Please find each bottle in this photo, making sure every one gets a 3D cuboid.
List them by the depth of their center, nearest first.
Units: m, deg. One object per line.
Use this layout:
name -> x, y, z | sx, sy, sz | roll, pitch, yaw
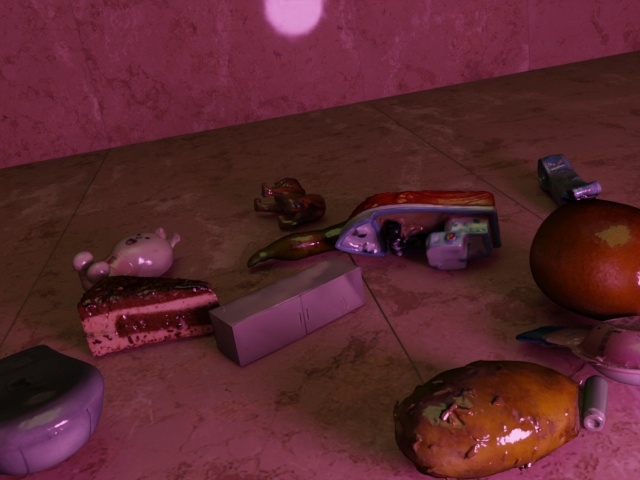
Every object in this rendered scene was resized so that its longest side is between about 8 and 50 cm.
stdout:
bottle -> 0.353, 0.208, 0.835 | 0.030, 0.030, 0.083 | 2, 25, 25

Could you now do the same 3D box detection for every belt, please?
belt -> 0.561, -0.125, 1.482 | 0.072, 0.087, 0.302 | -4, 23, 4

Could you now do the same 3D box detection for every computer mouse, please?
computer mouse -> -0.425, 0.245, 0.937 | 0.188, 0.122, 0.371 | -22, 19, -35

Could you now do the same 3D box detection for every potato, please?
potato -> 0.207, 0.208, 0.785 | 0.251, 0.113, 0.149 | -15, 24, -12

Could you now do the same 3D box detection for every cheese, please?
cheese -> 0.410, 0.144, 0.898 | 0.189, 0.074, 0.286 | -7, 5, -36

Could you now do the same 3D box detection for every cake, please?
cake -> -0.307, 0.119, 1.205 | 0.246, 0.112, 0.135 | -11, 20, -4

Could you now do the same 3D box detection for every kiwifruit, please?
kiwifruit -> 0.450, 0.034, 1.012 | 0.196, 0.196, 0.234 | -23, 24, -31

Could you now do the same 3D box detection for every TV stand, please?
TV stand -> -0.052, 0.119, 1.146 | 0.269, 0.083, 0.088 | -23, 24, -29

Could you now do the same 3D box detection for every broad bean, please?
broad bean -> 0.000, 0.000, 1.433 | 0.339, 0.061, 0.077 | -14, 15, -14

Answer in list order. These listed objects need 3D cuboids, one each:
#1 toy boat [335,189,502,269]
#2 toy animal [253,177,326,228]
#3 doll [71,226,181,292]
toy boat -> 0.189, -0.011, 1.307 | 0.331, 0.145, 0.133 | -1, 52, 21
toy animal -> -0.066, -0.104, 1.678 | 0.157, 0.097, 0.312 | -14, 24, -28
doll -> -0.420, 0.052, 1.426 | 0.154, 0.113, 0.275 | 13, 23, 26
